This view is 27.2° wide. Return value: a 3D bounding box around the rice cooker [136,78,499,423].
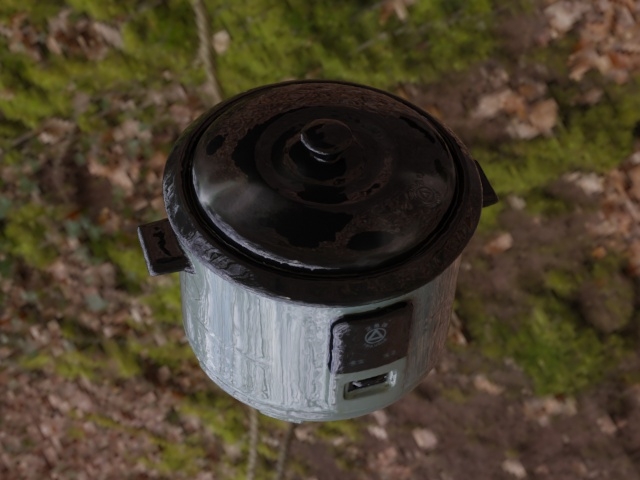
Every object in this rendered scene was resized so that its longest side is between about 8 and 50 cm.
[{"bbox_3d":[0.000,0.000,1.034,0.227,0.281,0.241,94,162,-46],"label":"rice cooker"}]
